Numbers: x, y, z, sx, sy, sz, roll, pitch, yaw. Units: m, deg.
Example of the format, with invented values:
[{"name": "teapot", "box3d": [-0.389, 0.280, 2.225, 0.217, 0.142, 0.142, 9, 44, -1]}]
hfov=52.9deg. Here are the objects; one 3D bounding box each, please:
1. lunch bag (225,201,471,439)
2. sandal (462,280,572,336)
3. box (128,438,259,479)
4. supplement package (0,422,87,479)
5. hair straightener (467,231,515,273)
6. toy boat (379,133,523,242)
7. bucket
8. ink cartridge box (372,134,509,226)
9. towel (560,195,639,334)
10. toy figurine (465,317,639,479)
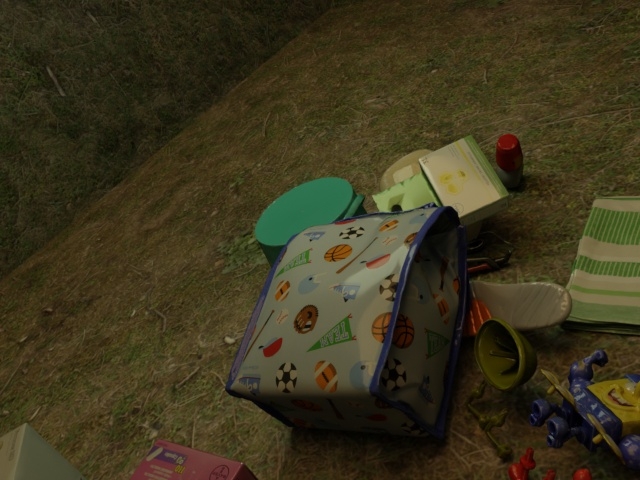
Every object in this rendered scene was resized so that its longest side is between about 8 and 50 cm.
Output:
[{"name": "lunch bag", "box3d": [0.069, 0.122, 1.109, 0.328, 0.239, 0.385, -9, 52, 37]}, {"name": "sandal", "box3d": [0.319, 0.125, 1.099, 0.265, 0.076, 0.101, -6, 67, 52]}, {"name": "box", "box3d": [-0.233, 0.463, 1.016, 0.214, 0.117, 0.243, 0, 42, 39]}, {"name": "supplement package", "box3d": [-0.594, 0.514, 1.158, 0.263, 0.198, 0.199, -30, 30, -1]}, {"name": "hair straightener", "box3d": [0.266, 0.031, 1.271, 0.231, 0.089, 0.047, -15, -4, 23]}, {"name": "toy boat", "box3d": [0.303, -0.106, 1.399, 0.318, 0.148, 0.267, -30, 56, 2]}, {"name": "bucket", "box3d": [0.000, 0.000, 1.443, 0.281, 0.183, 0.281, -21, 32, 14]}, {"name": "ink cartridge box", "box3d": [0.235, -0.091, 1.295, 0.235, 0.056, 0.171, -24, 58, 4]}, {"name": "towel", "box3d": [0.551, 0.030, 1.089, 0.248, 0.038, 0.325, 0, 41, 38]}, {"name": "toy figurine", "box3d": [0.375, 0.246, 0.871, 0.217, 0.191, 0.362, -2, 20, -12]}]
